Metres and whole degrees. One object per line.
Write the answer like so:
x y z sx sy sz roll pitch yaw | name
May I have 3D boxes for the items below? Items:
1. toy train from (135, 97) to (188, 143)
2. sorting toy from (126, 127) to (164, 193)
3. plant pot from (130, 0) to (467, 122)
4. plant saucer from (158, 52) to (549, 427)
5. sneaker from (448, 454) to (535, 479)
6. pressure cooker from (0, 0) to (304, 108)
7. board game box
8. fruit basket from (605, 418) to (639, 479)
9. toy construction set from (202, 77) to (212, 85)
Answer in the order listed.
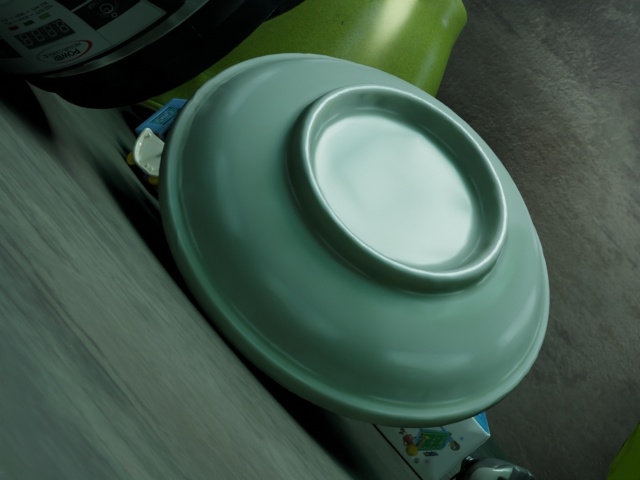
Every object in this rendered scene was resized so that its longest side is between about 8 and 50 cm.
-0.122 -0.071 1.670 0.105 0.080 0.184 16 -39 51 | toy train
-0.162 -0.065 1.602 0.083 0.045 0.075 39 -15 35 | sorting toy
0.001 -0.216 1.982 0.366 0.353 0.366 33 -6 4 | plant pot
0.055 -0.029 1.371 0.400 0.100 0.400 16 51 -21 | plant saucer
0.181 0.290 1.692 0.106 0.101 0.267 37 -10 25 | sneaker
-0.188 -0.324 1.303 0.420 0.375 0.370 45 2 -41 | pressure cooker
0.063 0.132 1.800 0.303 0.097 0.224 49 4 2 | board game box
0.231 0.245 0.912 0.392 0.283 0.392 58 12 -19 | fruit basket
0.000 0.000 1.492 0.309 0.257 0.237 36 22 -35 | toy construction set
